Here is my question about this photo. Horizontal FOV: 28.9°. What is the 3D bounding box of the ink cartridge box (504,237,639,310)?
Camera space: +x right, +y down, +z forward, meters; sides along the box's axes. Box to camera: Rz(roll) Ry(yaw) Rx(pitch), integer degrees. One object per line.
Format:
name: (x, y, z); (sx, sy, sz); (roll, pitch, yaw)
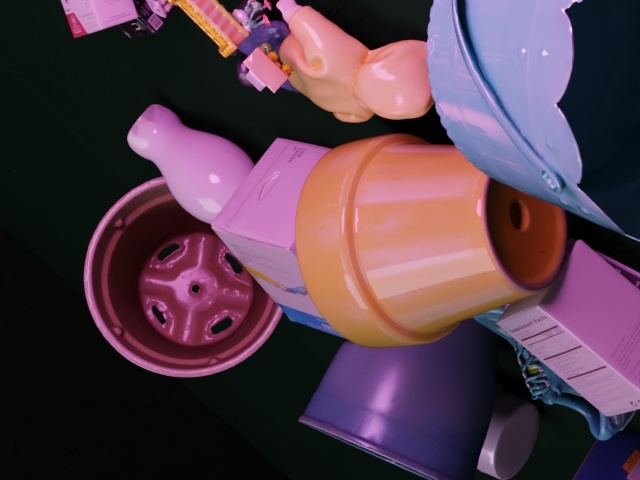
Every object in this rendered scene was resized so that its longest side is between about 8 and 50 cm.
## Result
ink cartridge box: (0.336, 0.079, 1.561); (0.208, 0.045, 0.206); (28, 157, 18)

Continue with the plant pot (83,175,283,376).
plant pot: (-0.224, 0.075, 2.164); (0.334, 0.334, 0.305); (35, 172, 2)

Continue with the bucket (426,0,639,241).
bucket: (0.223, -0.140, 0.896); (0.281, 0.281, 0.183); (47, 166, -30)

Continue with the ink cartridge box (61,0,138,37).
ink cartridge box: (-0.291, -0.330, 1.555); (0.099, 0.056, 0.135); (2, 114, 58)

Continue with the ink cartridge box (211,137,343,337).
ink cartridge box: (0.000, 0.000, 1.760); (0.168, 0.171, 0.232); (15, 153, 45)

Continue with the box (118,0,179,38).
box: (-0.236, -0.304, 1.618); (0.062, 0.052, 0.083); (47, 159, -27)

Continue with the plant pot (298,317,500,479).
plant pot: (0.142, 0.203, 1.831); (0.272, 0.255, 0.271); (23, 170, 4)

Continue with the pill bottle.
pill bottle: (0.213, 0.285, 2.097); (0.283, 0.161, 0.161); (21, 156, 37)

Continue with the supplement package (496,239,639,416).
supplement package: (0.317, 0.104, 1.441); (0.179, 0.105, 0.105); (40, 156, -5)

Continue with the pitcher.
pitcher: (-0.176, -0.107, 1.921); (0.207, 0.125, 0.178); (38, -175, 26)

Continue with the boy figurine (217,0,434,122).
boy figurine: (0.010, -0.201, 1.384); (0.285, 0.092, 0.177); (18, 154, 40)

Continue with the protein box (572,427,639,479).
protein box: (0.489, 0.420, 1.886); (0.201, 0.200, 0.136); (21, 156, 37)

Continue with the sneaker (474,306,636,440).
sneaker: (0.318, 0.166, 1.710); (0.275, 0.110, 0.107); (37, 160, 0)

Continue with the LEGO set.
LEGO set: (-0.125, -0.285, 1.356); (0.287, 0.107, 0.132); (36, 165, 24)

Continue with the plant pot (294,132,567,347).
plant pot: (0.140, -0.010, 1.426); (0.239, 0.254, 0.254); (-11, 133, 43)
